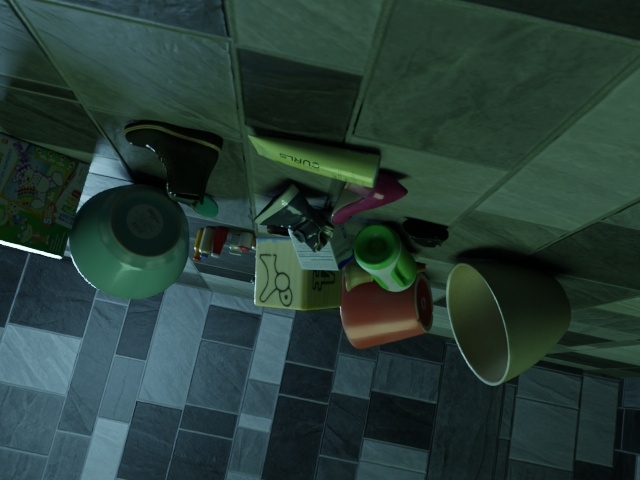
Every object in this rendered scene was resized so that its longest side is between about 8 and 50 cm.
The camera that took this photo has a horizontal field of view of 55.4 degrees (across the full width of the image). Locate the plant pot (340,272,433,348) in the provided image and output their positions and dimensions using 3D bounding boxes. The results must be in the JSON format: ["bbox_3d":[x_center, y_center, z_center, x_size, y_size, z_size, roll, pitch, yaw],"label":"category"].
[{"bbox_3d":[0.227,0.213,1.999,0.243,0.275,0.275,-8,159,25],"label":"plant pot"}]

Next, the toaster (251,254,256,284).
[{"bbox_3d":[-0.148,0.094,2.078,0.146,0.129,0.227,10,165,-11],"label":"toaster"}]

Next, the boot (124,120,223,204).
[{"bbox_3d":[-0.301,-0.151,1.183,0.198,0.137,0.077,9,166,13],"label":"boot"}]

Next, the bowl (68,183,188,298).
[{"bbox_3d":[-0.460,-0.018,1.544,0.311,0.311,0.163,18,155,-25],"label":"bowl"}]

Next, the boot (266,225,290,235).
[{"bbox_3d":[-0.081,-0.028,1.707,0.114,0.037,0.106,8,179,26],"label":"boot"}]

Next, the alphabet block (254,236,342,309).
[{"bbox_3d":[-0.061,0.091,1.747,0.192,0.197,0.193,2,180,37],"label":"alphabet block"}]

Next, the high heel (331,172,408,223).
[{"bbox_3d":[0.096,-0.077,1.275,0.117,0.082,0.244,22,153,-2],"label":"high heel"}]

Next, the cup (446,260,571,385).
[{"bbox_3d":[0.518,0.197,1.633,0.237,0.331,0.331,-12,170,-12],"label":"cup"}]

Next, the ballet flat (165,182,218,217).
[{"bbox_3d":[-0.332,-0.111,1.582,0.052,0.057,0.168,39,-177,40],"label":"ballet flat"}]

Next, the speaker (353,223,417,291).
[{"bbox_3d":[0.178,0.052,1.623,0.131,0.131,0.296,7,165,20],"label":"speaker"}]

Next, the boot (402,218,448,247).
[{"bbox_3d":[0.246,-0.015,1.481,0.121,0.045,0.099,13,170,-6],"label":"boot"}]

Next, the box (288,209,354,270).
[{"bbox_3d":[0.000,0.000,1.528,0.126,0.137,0.072,0,-155,42],"label":"box"}]

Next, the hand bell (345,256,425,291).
[{"bbox_3d":[0.200,0.091,1.873,0.242,0.126,0.126,-2,165,6],"label":"hand bell"}]

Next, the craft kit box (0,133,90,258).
[{"bbox_3d":[-0.714,-0.108,1.469,0.247,0.250,0.061,18,166,-29],"label":"craft kit box"}]

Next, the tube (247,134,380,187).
[{"bbox_3d":[-0.012,-0.150,1.121,0.240,0.062,0.070,14,127,10],"label":"tube"}]

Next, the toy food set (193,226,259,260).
[{"bbox_3d":[-0.302,0.023,1.953,0.232,0.104,0.111,10,166,9],"label":"toy food set"}]

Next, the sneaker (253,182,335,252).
[{"bbox_3d":[-0.062,-0.036,1.445,0.163,0.086,0.226,43,158,-11],"label":"sneaker"}]
